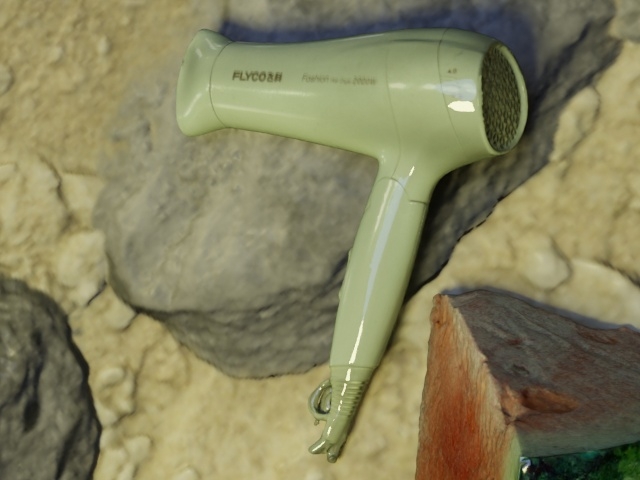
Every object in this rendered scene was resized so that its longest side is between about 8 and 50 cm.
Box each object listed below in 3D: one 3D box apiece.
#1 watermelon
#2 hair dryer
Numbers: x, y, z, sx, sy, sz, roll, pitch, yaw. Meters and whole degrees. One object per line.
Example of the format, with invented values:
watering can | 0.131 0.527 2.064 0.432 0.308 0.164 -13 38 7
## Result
watermelon | 0.110 0.121 0.906 0.207 0.136 0.202 -52 18 32
hair dryer | 0.000 0.000 0.986 0.206 0.075 0.237 3 84 32
